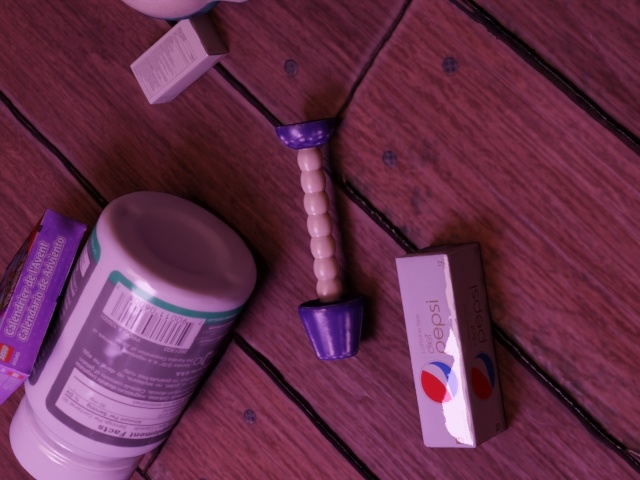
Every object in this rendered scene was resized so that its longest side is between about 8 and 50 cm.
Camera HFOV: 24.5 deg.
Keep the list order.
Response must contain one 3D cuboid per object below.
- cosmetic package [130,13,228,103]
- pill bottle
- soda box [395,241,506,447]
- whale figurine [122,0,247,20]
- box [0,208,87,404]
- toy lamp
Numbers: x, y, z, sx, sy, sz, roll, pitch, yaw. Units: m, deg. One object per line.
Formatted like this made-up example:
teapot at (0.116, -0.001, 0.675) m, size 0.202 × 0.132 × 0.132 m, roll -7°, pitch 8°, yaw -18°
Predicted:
cosmetic package at (-0.172, -0.220, 1.790) m, size 0.115 × 0.041 × 0.060 m, roll -32°, pitch 80°, yaw 36°
pill bottle at (-0.241, 0.135, 1.816) m, size 0.204 × 0.204 × 0.361 m, roll 43°, pitch 121°, yaw 20°
soda box at (0.143, 0.115, 1.618) m, size 0.069 × 0.074 × 0.216 m, roll -5°, pitch 97°, yaw 36°
whale figurine at (-0.124, -0.365, 1.690) m, size 0.272 × 0.141 × 0.216 m, roll -32°, pitch 81°, yaw 11°
box at (-0.381, 0.096, 1.853) m, size 0.293 × 0.057 × 0.200 m, roll -37°, pitch 34°, yaw 64°
toy lamp at (0.000, 0.000, 1.694) m, size 0.080 × 0.080 × 0.274 m, roll -6°, pitch 95°, yaw 36°
